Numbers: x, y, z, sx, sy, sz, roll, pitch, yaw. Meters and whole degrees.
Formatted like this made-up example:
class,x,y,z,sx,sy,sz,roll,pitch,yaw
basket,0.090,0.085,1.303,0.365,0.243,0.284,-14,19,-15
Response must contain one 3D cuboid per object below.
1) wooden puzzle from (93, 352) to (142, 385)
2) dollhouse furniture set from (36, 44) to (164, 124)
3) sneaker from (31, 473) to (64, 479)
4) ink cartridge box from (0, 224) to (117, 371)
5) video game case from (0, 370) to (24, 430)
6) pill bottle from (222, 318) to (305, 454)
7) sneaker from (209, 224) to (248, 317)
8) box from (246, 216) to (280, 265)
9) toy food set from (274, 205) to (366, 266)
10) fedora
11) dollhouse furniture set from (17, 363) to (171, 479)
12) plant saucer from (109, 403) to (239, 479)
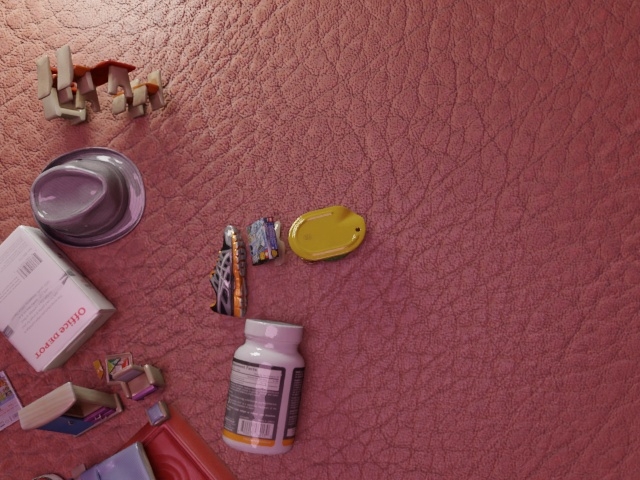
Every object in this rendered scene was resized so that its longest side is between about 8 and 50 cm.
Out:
class,x,y,z,sx,sy,sz,roll,pitch,yaw
wooden puzzle,-0.478,0.305,1.794,0.116,0.014,0.078,-15,85,4
dollhouse furniture set,-0.535,-0.366,1.741,0.259,0.262,0.135,-11,82,36
sneaker,-0.571,0.648,1.726,0.279,0.118,0.107,32,90,7
ink cartridge box,-0.655,0.137,1.771,0.207,0.117,0.283,-45,83,1
video game case,-0.768,0.387,1.819,0.087,0.011,0.122,-31,84,3
pill bottle,-0.121,0.321,1.684,0.162,0.162,0.278,8,86,6
sneaker,-0.217,0.072,1.752,0.083,0.084,0.215,-1,87,11
box,-0.132,0.004,1.721,0.027,0.137,0.094,-7,85,-22
toy food set,0.000,0.000,1.747,0.218,0.071,0.128,-12,61,3
fedora,-0.564,-0.106,1.777,0.275,0.124,0.244,-6,86,5
dollhouse furniture set,-0.461,0.463,1.643,0.286,0.198,0.303,-30,66,6
plant saucer,-0.362,0.558,1.748,0.259,0.048,0.258,-43,83,2
